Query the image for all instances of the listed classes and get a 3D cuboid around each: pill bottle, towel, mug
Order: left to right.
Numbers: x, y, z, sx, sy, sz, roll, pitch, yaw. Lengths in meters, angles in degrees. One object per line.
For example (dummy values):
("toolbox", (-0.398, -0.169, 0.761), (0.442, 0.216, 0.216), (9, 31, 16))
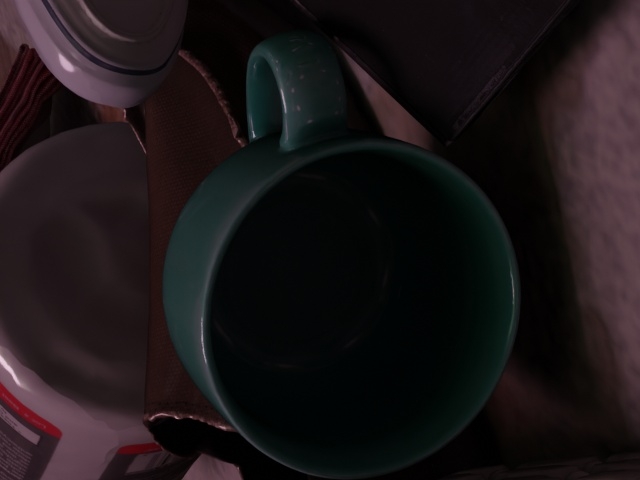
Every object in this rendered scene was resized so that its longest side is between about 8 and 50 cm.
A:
("towel", (-0.244, 0.046, 1.146), (0.329, 0.037, 0.237), (106, -179, -54))
("pill bottle", (-0.138, 0.072, 0.937), (0.176, 0.176, 0.318), (64, 156, 13))
("mug", (0.006, 0.007, 0.623), (0.158, 0.129, 0.097), (-70, 20, 2))

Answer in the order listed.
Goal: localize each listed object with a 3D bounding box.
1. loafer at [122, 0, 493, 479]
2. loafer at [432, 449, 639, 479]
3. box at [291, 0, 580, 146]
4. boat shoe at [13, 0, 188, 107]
("loafer", (-0.024, 0.045, 0.728), (0.366, 0.130, 0.134), (65, 155, 11))
("loafer", (0.003, 0.151, 0.606), (0.319, 0.112, 0.111), (-9, 86, 30))
("box", (0.020, -0.142, 0.518), (0.184, 0.045, 0.191), (46, 153, 4))
("boat shoe", (-0.095, -0.169, 0.703), (0.076, 0.083, 0.226), (-48, 44, 46))
